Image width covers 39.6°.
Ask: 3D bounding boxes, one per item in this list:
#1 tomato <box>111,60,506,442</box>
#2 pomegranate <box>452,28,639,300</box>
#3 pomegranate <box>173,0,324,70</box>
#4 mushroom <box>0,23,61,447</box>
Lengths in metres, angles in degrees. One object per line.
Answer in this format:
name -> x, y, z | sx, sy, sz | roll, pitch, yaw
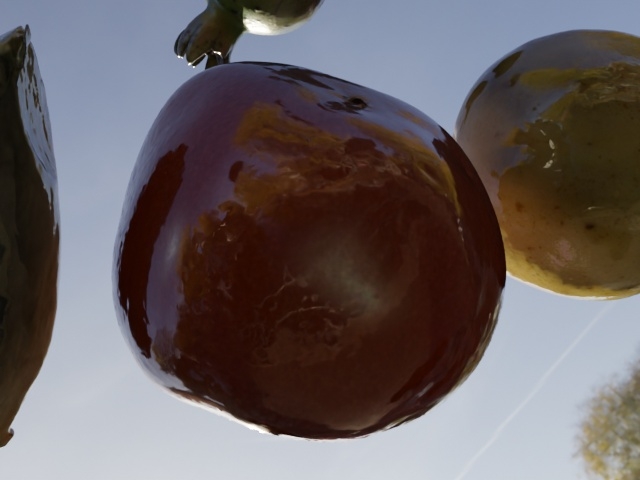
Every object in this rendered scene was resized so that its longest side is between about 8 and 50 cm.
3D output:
tomato -> 0.000, 0.000, 0.726 | 0.341, 0.341, 0.272 | -9, -63, -40
pomegranate -> 0.302, -0.085, 0.973 | 0.319, 0.319, 0.319 | -27, -40, -25
pomegranate -> -0.123, -0.419, 1.483 | 0.306, 0.242, 0.242 | -46, -34, 21
mushroom -> -0.268, 0.002, 0.728 | 0.109, 0.097, 0.351 | -2, -82, -29
